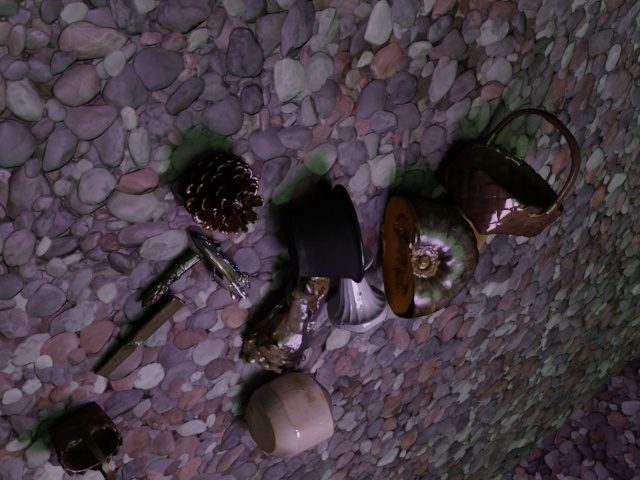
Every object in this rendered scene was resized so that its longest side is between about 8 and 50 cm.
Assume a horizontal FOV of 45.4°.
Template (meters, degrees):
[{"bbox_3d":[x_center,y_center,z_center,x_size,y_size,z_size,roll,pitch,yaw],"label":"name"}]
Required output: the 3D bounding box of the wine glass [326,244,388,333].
[{"bbox_3d":[0.081,0.118,1.948,0.165,0.165,0.196,-32,133,-19],"label":"wine glass"}]

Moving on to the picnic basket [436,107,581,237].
[{"bbox_3d":[0.527,-0.183,1.992,0.337,0.293,0.337,-25,150,-16],"label":"picnic basket"}]

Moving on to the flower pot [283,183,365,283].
[{"bbox_3d":[0.000,0.000,1.753,0.148,0.235,0.235,-13,132,-11],"label":"flower pot"}]

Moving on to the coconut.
[{"bbox_3d":[-0.072,0.457,2.033,0.241,0.241,0.241,-24,135,-27],"label":"coconut"}]

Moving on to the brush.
[{"bbox_3d":[-0.399,0.206,1.671,0.248,0.036,0.043,-44,137,5],"label":"brush"}]

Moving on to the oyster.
[{"bbox_3d":[-0.064,0.202,1.900,0.198,0.133,0.336,-9,131,-48],"label":"oyster"}]

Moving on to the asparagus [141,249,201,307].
[{"bbox_3d":[-0.325,0.085,1.641,0.165,0.030,0.036,-45,151,-5],"label":"asparagus"}]

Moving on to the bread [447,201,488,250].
[{"bbox_3d":[0.381,-0.027,2.143,0.214,0.105,0.213,-21,133,-24],"label":"bread"}]

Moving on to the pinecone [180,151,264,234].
[{"bbox_3d":[-0.187,-0.084,1.527,0.163,0.165,0.162,-20,129,-27],"label":"pinecone"}]

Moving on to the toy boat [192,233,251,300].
[{"bbox_3d":[-0.222,0.052,1.682,0.066,0.084,0.210,-46,131,-11],"label":"toy boat"}]

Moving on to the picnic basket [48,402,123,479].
[{"bbox_3d":[-0.497,0.457,1.661,0.138,0.178,0.128,-32,137,-20],"label":"picnic basket"}]

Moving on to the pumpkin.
[{"bbox_3d":[0.283,0.034,1.992,0.232,0.242,0.324,-4,107,-24],"label":"pumpkin"}]
